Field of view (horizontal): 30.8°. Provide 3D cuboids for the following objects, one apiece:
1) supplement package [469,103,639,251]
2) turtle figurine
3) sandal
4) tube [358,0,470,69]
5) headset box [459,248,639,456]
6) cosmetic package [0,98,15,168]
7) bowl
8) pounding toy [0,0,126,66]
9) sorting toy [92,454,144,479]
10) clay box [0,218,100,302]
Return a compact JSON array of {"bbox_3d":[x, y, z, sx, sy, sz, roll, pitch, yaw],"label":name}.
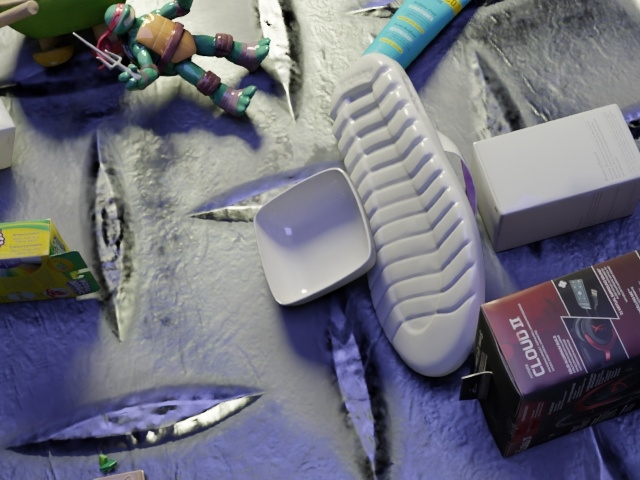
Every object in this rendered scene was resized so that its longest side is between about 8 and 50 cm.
[{"bbox_3d":[0.277,-0.073,1.376,0.179,0.105,0.105,-15,65,-4],"label":"supplement package"},{"bbox_3d":[-0.185,-0.251,1.456,0.234,0.118,0.175,24,84,-20],"label":"turtle figurine"},{"bbox_3d":[0.124,-0.044,1.369,0.102,0.169,0.416,7,60,-38],"label":"sandal"},{"bbox_3d":[0.128,-0.286,1.520,0.080,0.052,0.207,36,66,6],"label":"tube"},{"bbox_3d":[0.287,0.116,1.225,0.293,0.218,0.110,-19,64,-5],"label":"headset box"},{"bbox_3d":[-0.486,-0.191,1.475,0.117,0.085,0.231,-16,61,-30],"label":"cosmetic package"},{"bbox_3d":[0.000,0.000,1.368,0.142,0.053,0.142,-29,62,22],"label":"bowl"},{"bbox_3d":[-0.336,-0.269,1.497,0.182,0.110,0.237,-1,22,35],"label":"pounding toy"},{"bbox_3d":[-0.224,0.277,1.297,0.062,0.012,0.083,-13,68,3],"label":"sorting toy"},{"bbox_3d":[-0.378,0.028,1.359,0.222,0.127,0.053,-6,65,1],"label":"clay box"}]
